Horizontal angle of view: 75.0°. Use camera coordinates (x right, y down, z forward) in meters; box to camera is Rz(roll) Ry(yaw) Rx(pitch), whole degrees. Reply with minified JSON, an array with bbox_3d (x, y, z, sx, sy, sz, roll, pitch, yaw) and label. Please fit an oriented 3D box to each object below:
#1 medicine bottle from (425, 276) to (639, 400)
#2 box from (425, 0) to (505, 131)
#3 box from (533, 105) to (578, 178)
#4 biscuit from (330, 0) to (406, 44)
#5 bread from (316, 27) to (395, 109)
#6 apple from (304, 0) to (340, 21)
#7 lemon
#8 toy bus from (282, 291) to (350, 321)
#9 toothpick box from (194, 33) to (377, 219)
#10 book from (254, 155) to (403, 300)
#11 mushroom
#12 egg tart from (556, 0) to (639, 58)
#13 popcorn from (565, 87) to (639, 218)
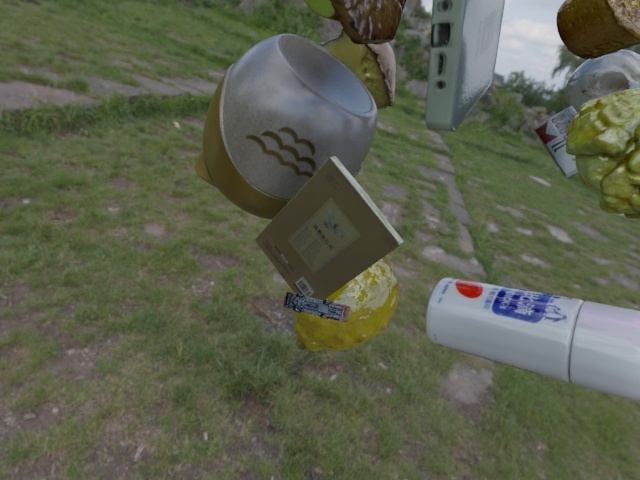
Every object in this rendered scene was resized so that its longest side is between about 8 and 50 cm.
[{"bbox_3d":[0.350,0.148,0.661,0.341,0.130,0.130,9,16,41],"label":"medicine bottle"},{"bbox_3d":[0.349,-0.491,0.992,0.091,0.366,0.373,18,46,29],"label":"box"},{"bbox_3d":[0.700,-0.276,1.172,0.036,0.115,0.177,17,47,-56],"label":"box"},{"bbox_3d":[0.078,-0.533,0.740,0.046,0.358,0.359,6,18,32],"label":"biscuit"},{"bbox_3d":[0.131,-0.517,1.246,0.204,0.262,0.162,7,51,50],"label":"bread"},{"bbox_3d":[0.076,-0.765,1.050,0.385,0.373,0.374,15,25,14],"label":"apple"},{"bbox_3d":[0.068,0.160,1.165,0.316,0.285,0.285,-18,41,-39],"label":"lemon"},{"bbox_3d":[-0.006,0.110,0.693,0.110,0.031,0.043,10,-7,26],"label":"toy bus"},{"bbox_3d":[-0.097,-0.266,1.092,0.409,0.425,0.408,26,39,-23],"label":"toothpick box"},{"bbox_3d":[0.000,0.000,0.889,0.216,0.310,0.021,53,40,4],"label":"book"},{"bbox_3d":[0.848,-0.416,1.215,0.244,0.243,0.243,13,26,-6],"label":"mushroom"},{"bbox_3d":[0.618,-0.489,0.898,0.203,0.202,0.147,5,-10,-21],"label":"egg tart"},{"bbox_3d":[0.574,-0.161,0.775,0.255,0.195,0.255,-6,66,-49],"label":"popcorn"}]
